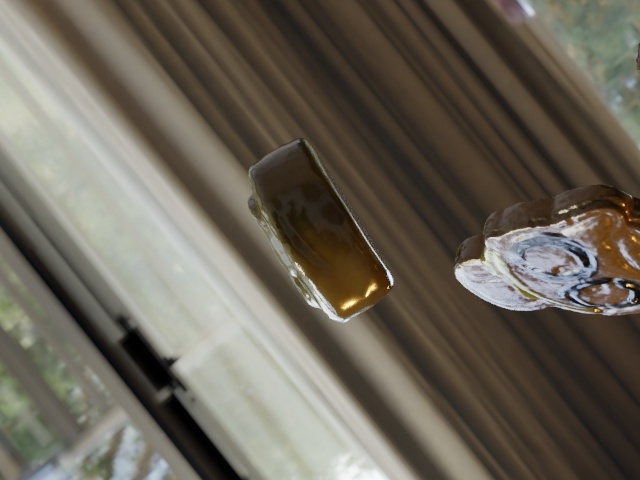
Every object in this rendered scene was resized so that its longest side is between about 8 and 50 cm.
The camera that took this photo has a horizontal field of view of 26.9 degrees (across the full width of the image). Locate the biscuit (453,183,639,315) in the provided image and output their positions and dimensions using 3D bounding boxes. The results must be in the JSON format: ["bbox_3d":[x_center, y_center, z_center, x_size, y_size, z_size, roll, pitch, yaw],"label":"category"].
[{"bbox_3d":[0.258,0.022,1.259,0.290,0.208,0.041,-16,-126,44],"label":"biscuit"}]

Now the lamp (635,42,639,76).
[{"bbox_3d":[0.444,-0.209,1.528,0.156,0.157,0.135,-2,-144,33],"label":"lamp"}]

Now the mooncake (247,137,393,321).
[{"bbox_3d":[0.000,0.000,1.667,0.117,0.235,0.235,-29,178,2],"label":"mooncake"}]
